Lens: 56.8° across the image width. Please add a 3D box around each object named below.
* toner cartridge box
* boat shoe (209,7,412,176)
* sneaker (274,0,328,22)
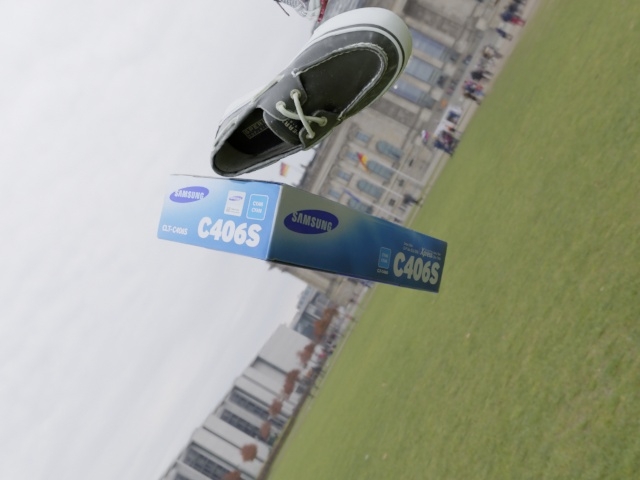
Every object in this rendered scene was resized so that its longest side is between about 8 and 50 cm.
[{"bbox_3d":[0.000,0.000,0.705,0.348,0.165,0.075,15,-95,-53],"label":"toner cartridge box"},{"bbox_3d":[-0.015,-0.113,0.509,0.219,0.078,0.070,-25,34,41],"label":"boat shoe"},{"bbox_3d":[-0.055,-0.353,0.744,0.299,0.112,0.120,-125,44,-57],"label":"sneaker"}]
